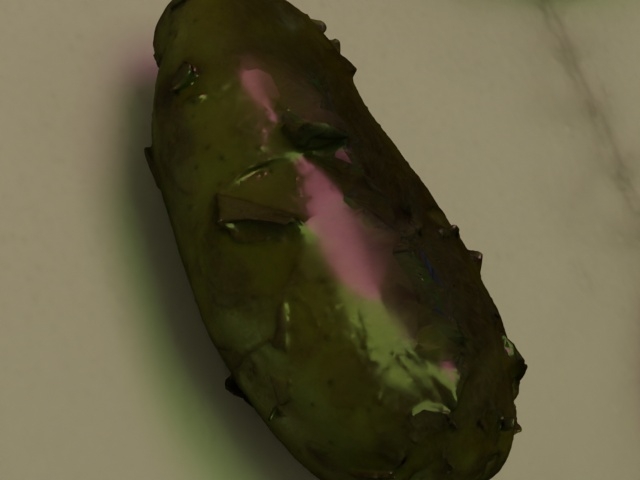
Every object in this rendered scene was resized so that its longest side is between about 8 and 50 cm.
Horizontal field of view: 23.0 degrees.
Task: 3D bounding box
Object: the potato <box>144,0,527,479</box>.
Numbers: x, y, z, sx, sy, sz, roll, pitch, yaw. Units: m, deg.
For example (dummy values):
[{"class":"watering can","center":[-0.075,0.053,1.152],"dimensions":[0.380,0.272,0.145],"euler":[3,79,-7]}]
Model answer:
[{"class":"potato","center":[0.000,0.000,0.593],"dimensions":[0.117,0.090,0.225],"euler":[-10,68,-54]}]
